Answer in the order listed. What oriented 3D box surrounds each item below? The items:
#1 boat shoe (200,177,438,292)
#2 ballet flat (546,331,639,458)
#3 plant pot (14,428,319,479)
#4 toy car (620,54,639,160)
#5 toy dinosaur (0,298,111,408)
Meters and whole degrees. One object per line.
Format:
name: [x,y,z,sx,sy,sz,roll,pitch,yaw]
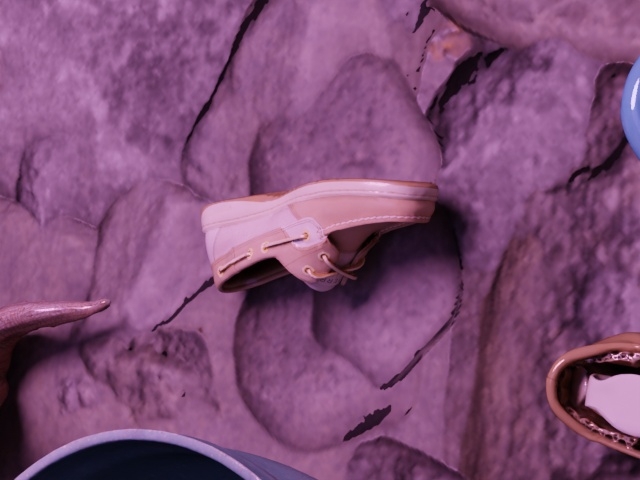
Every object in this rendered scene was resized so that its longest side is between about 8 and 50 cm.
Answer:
boat shoe: [0.000,0.000,1.105,0.170,0.063,0.059,-10,79,46]
ballet flat: [0.207,0.096,0.917,0.232,0.073,0.080,11,90,38]
plant pot: [-0.036,0.248,1.005,0.293,0.196,0.293,-7,78,36]
toy car: [0.219,-0.063,0.891,0.182,0.136,0.159,-6,80,37]
toy dinosaur: [-0.261,0.120,1.251,0.295,0.200,0.127,-41,67,-7]
